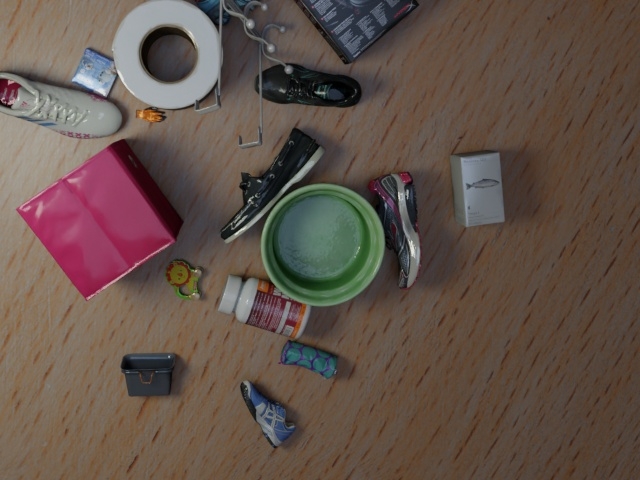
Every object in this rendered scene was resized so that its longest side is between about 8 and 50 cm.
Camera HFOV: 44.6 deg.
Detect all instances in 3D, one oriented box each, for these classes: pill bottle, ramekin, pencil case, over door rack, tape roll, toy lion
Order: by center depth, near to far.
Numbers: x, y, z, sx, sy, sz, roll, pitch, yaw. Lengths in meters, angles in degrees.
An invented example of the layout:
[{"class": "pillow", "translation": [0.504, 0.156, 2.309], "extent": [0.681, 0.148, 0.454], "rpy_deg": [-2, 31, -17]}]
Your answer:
[{"class": "over door rack", "translation": [-0.157, -0.394, 1.766], "extent": [0.108, 0.239, 0.324], "rpy_deg": [5, 77, 22]}, {"class": "tape roll", "translation": [-0.348, -0.427, 1.816], "extent": [0.246, 0.169, 0.246], "rpy_deg": [-1, 98, -7]}, {"class": "ramekin", "translation": [0.000, 0.000, 1.949], "extent": [0.303, 0.148, 0.303], "rpy_deg": [-1, 101, -6]}, {"class": "pill bottle", "translation": [-0.141, 0.164, 1.980], "extent": [0.221, 0.121, 0.121], "rpy_deg": [18, 98, -9]}, {"class": "toy lion", "translation": [-0.350, 0.100, 1.994], "extent": [0.096, 0.034, 0.100], "rpy_deg": [6, 101, 0]}, {"class": "pencil case", "translation": [-0.030, 0.314, 2.049], "extent": [0.152, 0.064, 0.070], "rpy_deg": [20, 82, -9]}]

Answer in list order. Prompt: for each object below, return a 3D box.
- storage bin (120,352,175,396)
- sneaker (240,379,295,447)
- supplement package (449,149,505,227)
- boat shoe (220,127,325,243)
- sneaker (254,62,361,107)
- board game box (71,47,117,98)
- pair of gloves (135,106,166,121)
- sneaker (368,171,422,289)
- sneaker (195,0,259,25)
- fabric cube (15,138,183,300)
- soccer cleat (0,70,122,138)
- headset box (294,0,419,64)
[{"class": "storage bin", "translation": [-0.439, 0.351, 2.005], "extent": [0.135, 0.098, 0.091], "rpy_deg": [-2, 111, -6]}, {"class": "sneaker", "translation": [-0.142, 0.446, 2.063], "extent": [0.081, 0.080, 0.211], "rpy_deg": [-32, 112, -6]}, {"class": "supplement package", "translation": [0.398, -0.134, 1.988], "extent": [0.105, 0.105, 0.179], "rpy_deg": [-8, 101, -4]}, {"class": "boat shoe", "translation": [-0.142, -0.141, 1.920], "extent": [0.340, 0.127, 0.113], "rpy_deg": [-44, 101, 2]}, {"class": "sneaker", "translation": [-0.027, -0.377, 1.898], "extent": [0.267, 0.106, 0.101], "rpy_deg": [2, 102, -5]}, {"class": "board game box", "translation": [-0.539, -0.402, 1.881], "extent": [0.090, 0.020, 0.090], "rpy_deg": [25, 99, -10]}, {"class": "pair of gloves", "translation": [-0.412, -0.332, 1.913], "extent": [0.074, 0.010, 0.083], "rpy_deg": [9, 99, -7]}, {"class": "sneaker", "translation": [0.193, -0.022, 1.986], "extent": [0.112, 0.121, 0.299], "rpy_deg": [-8, 95, 0]}, {"class": "sneaker", "translation": [-0.182, -0.613, 1.854], "extent": [0.262, 0.104, 0.125], "rpy_deg": [-41, 140, -10]}, {"class": "fabric cube", "translation": [-0.502, -0.058, 1.832], "extent": [0.259, 0.254, 0.258], "rpy_deg": [-34, 102, 1]}, {"class": "soccer cleat", "translation": [-0.637, -0.310, 1.826], "extent": [0.331, 0.143, 0.116], "rpy_deg": [14, 99, -9]}, {"class": "headset box", "translation": [0.056, -0.603, 1.859], "extent": [0.218, 0.110, 0.293], "rpy_deg": [-41, 102, 2]}]
